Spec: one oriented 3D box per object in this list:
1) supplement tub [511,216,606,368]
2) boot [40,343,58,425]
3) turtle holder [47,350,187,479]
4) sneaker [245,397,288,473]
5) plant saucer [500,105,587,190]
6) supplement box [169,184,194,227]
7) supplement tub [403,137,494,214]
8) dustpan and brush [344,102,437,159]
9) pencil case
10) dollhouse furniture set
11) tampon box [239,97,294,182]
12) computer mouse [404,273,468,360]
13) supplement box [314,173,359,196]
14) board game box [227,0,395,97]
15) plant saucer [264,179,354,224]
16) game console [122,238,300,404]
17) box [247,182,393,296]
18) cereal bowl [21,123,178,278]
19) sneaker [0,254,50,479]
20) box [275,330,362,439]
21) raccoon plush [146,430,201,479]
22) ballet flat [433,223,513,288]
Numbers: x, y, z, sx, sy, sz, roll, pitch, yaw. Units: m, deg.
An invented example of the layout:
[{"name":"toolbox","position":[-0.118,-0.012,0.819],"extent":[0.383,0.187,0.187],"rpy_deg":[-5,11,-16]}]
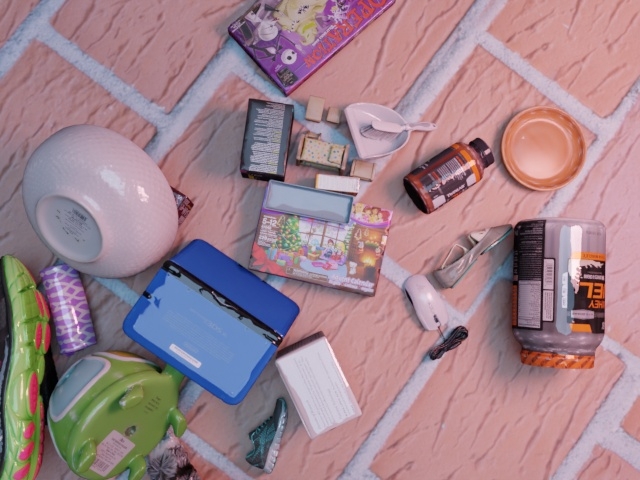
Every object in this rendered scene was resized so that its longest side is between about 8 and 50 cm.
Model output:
[{"name":"supplement tub","position":[0.518,0.114,1.509],"extent":[0.193,0.193,0.316],"rpy_deg":[2,87,-2]},{"name":"boot","position":[-0.687,0.298,1.497],"extent":[0.207,0.094,0.246],"rpy_deg":[-14,80,-7]},{"name":"turtle holder","position":[-0.424,0.321,1.435],"extent":[0.227,0.243,0.320],"rpy_deg":[32,100,36]},{"name":"sneaker","position":[-0.120,0.427,1.530],"extent":[0.076,0.065,0.166],"rpy_deg":[15,84,3]},{"name":"plant saucer","position":[0.515,-0.212,1.609],"extent":[0.200,0.037,0.200],"rpy_deg":[0,86,-1]},{"name":"supplement box","position":[-0.402,-0.124,1.521],"extent":[0.239,0.130,0.073],"rpy_deg":[33,84,0]},{"name":"supplement tub","position":[0.293,-0.151,1.562],"extent":[0.198,0.106,0.106],"rpy_deg":[-33,88,-3]},{"name":"dustpan and brush","position":[0.172,-0.254,1.581],"extent":[0.211,0.060,0.147],"rpy_deg":[0,62,-32]},{"name":"pencil case","position":[-0.558,0.148,1.522],"extent":[0.088,0.086,0.206],"rpy_deg":[-19,84,32]},{"name":"dollhouse furniture set","position":[0.049,-0.234,1.559],"extent":[0.182,0.101,0.161],"rpy_deg":[12,86,-1]},{"name":"tampon box","position":[-0.119,-0.218,1.542],"extent":[0.101,0.120,0.161],"rpy_deg":[8,86,-2]},{"name":"computer mouse","position":[0.252,0.167,1.570],"extent":[0.106,0.042,0.193],"rpy_deg":[-30,88,-3]},{"name":"supplement box","position":[0.037,-0.125,1.571],"extent":[0.098,0.062,0.036],"rpy_deg":[5,85,-1]},{"name":"board game box","position":[-0.019,-0.522,1.606],"extent":[0.347,0.056,0.208],"rpy_deg":[-42,93,-4]},{"name":"plant saucer","position":[-0.025,-0.084,1.532],"extent":[0.192,0.018,0.067],"rpy_deg":[11,83,-1]},{"name":"game console","position":[-0.224,0.165,1.483],"extent":[0.293,0.173,0.250],"rpy_deg":[34,83,1]},{"name":"box","position":[0.000,0.000,1.564],"extent":[0.293,0.057,0.201],"rpy_deg":[12,85,-1]},{"name":"cereal bowl","position":[-0.473,-0.057,1.419],"extent":[0.339,0.141,0.339],"rpy_deg":[11,124,17]},{"name":"sneaker","position":[-0.656,0.253,1.370],"extent":[0.202,0.185,0.483],"rpy_deg":[-2,69,-7]},{"name":"box","position":[-0.008,0.302,1.481],"extent":[0.119,0.181,0.182],"rpy_deg":[-25,88,-3]},{"name":"raccoon plush","position":[-0.169,0.609,1.495],"extent":[0.216,0.299,0.446],"rpy_deg":[-33,55,11]},{"name":"ballet flat","position":[0.343,0.020,1.570],"extent":[0.213,0.072,0.068],"rpy_deg":[-43,84,-4]}]
